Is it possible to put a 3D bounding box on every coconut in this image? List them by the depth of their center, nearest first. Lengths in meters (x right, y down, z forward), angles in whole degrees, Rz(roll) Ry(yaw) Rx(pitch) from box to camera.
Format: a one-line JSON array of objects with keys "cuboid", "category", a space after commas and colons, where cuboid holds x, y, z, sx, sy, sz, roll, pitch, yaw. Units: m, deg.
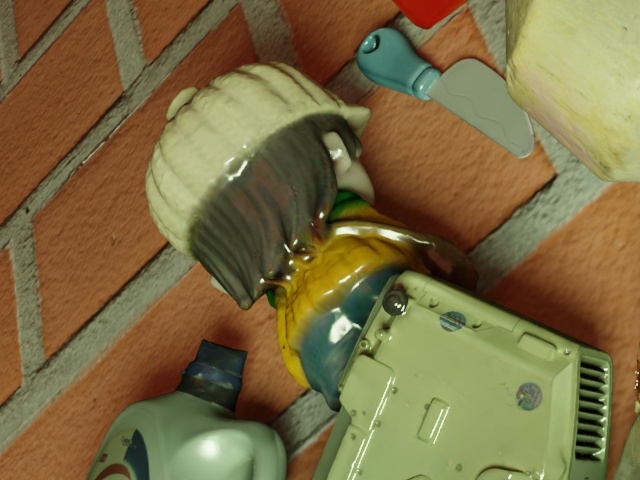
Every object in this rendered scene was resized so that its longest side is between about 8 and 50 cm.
[{"cuboid": [0.210, -0.148, 0.878, 0.197, 0.237, 0.237, -40, 26, -29], "category": "coconut"}]

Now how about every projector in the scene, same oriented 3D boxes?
[{"cuboid": [0.076, 0.172, 0.860, 0.193, 0.088, 0.269, 24, 94, 30], "category": "projector"}]

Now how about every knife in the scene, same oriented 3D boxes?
[{"cuboid": [0.109, -0.130, 1.141, 0.058, 0.032, 0.244, -52, 40, -3], "category": "knife"}]

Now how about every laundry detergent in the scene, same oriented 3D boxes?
[{"cuboid": [-0.111, 0.216, 1.097, 0.215, 0.105, 0.280, 4, 67, 52], "category": "laundry detergent"}]

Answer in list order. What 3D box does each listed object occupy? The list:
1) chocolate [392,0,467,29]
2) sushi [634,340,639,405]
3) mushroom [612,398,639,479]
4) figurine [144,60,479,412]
[{"cuboid": [0.142, -0.423, 1.186, 0.341, 0.161, 0.360, -37, 42, 34], "category": "chocolate"}, {"cuboid": [0.308, -0.012, 0.733, 0.332, 0.124, 0.130, -56, 27, 7], "category": "sushi"}, {"cuboid": [0.198, 0.183, 0.799, 0.059, 0.054, 0.202, -7, 66, 55], "category": "mushroom"}, {"cuboid": [-0.015, -0.006, 1.048, 0.185, 0.204, 0.332, -47, 38, 14], "category": "figurine"}]
